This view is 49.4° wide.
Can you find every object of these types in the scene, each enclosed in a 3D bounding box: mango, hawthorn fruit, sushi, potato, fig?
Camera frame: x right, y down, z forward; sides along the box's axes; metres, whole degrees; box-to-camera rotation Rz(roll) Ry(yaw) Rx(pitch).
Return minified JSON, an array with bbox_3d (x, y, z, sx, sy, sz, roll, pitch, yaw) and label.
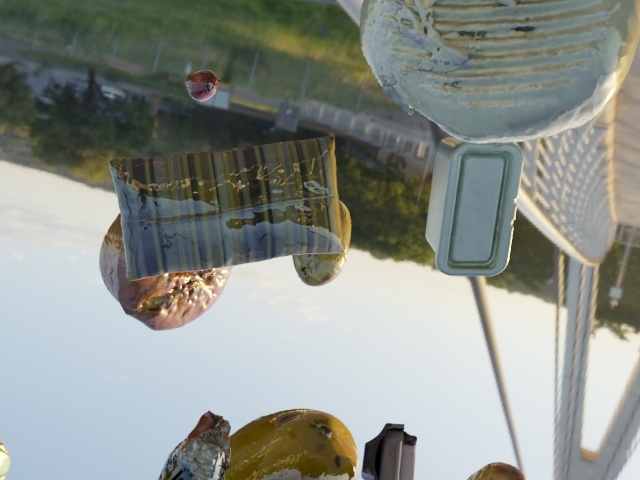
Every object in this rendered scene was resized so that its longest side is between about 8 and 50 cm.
[{"bbox_3d":[-0.126,0.510,1.394,0.301,0.445,0.221,52,-175,-42],"label":"mango"},{"bbox_3d":[-0.279,-0.367,1.642,0.077,0.077,0.077,14,-179,0],"label":"hawthorn fruit"},{"bbox_3d":[-0.212,0.391,1.136,0.097,0.226,0.103,34,-173,-10],"label":"sushi"},{"bbox_3d":[0.000,0.000,1.223,0.107,0.171,0.080,3,153,24],"label":"potato"},{"bbox_3d":[0.312,0.559,1.414,0.257,0.159,0.159,-22,-167,-17],"label":"fig"}]

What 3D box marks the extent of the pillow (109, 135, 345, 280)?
[{"bbox_3d":[-0.080,-0.030,0.630,0.203,0.113,0.038,-8,-170,-9],"label":"pillow"}]

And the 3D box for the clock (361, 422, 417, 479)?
[{"bbox_3d":[0.098,0.431,1.073,0.083,0.187,0.253,6,-140,7],"label":"clock"}]

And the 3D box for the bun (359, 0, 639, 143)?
[{"bbox_3d":[0.171,-0.226,0.663,0.272,0.273,0.168,14,-163,15],"label":"bun"}]

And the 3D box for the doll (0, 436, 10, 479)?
[{"bbox_3d":[-0.850,0.480,1.500,0.362,0.183,0.160,8,143,8],"label":"doll"}]

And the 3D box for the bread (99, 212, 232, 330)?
[{"bbox_3d":[-0.325,0.039,1.480,0.172,0.312,0.312,22,-175,36],"label":"bread"}]

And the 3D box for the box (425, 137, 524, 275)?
[{"bbox_3d":[0.340,-0.093,1.625,0.175,0.312,0.182,0,-160,-11],"label":"box"}]
